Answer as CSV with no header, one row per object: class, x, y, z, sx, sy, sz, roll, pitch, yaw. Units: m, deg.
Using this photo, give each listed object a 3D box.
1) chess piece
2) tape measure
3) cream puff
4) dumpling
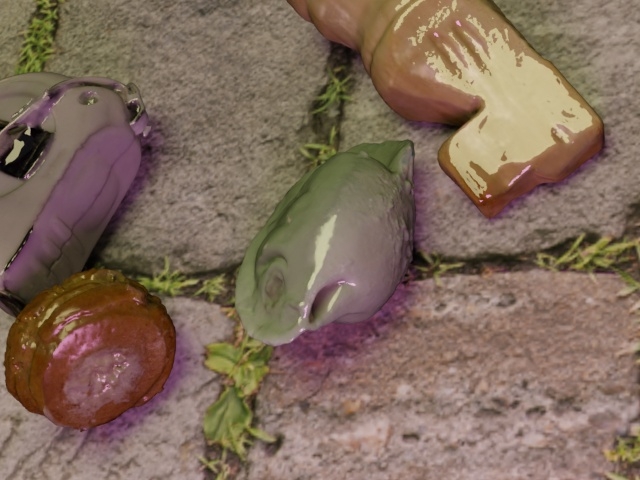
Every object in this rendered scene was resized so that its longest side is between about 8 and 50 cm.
chess piece,0.103,-0.154,1.454,0.137,0.137,0.301,-41,64,-1
tape measure,-0.266,-0.055,1.559,0.197,0.120,0.236,15,66,33
cream puff,-0.192,0.086,1.439,0.144,0.126,0.103,-37,37,-9
dumpling,0.013,0.008,1.412,0.108,0.152,0.219,40,62,-7
